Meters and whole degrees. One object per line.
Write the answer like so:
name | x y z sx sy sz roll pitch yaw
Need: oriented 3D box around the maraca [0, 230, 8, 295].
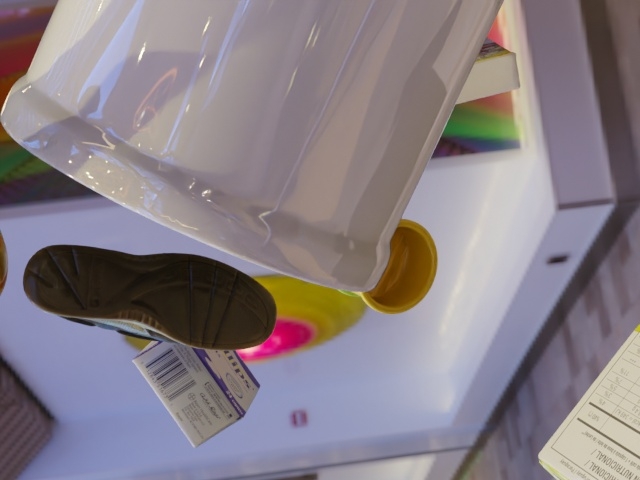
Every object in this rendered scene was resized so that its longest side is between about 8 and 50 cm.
maraca | -0.331 0.013 0.944 0.186 0.099 0.127 39 -111 -55

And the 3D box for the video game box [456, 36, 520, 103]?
video game box | 0.114 -0.185 1.330 0.187 0.205 0.048 -94 -10 -76

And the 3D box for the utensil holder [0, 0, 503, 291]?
utensil holder | -0.022 -0.203 0.893 0.327 0.328 0.385 -112 46 -76

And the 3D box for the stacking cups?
stacking cups | 0.000 0.000 1.232 0.316 0.096 0.096 19 118 59

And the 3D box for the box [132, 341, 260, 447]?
box | -0.143 0.157 1.351 0.126 0.072 0.137 56 -171 -4

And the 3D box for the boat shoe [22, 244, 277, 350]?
boat shoe | -0.151 0.048 1.010 0.073 0.224 0.080 173 107 -70

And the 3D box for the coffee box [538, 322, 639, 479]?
coffee box | 0.494 0.234 1.119 0.337 0.334 0.338 41 175 -30
